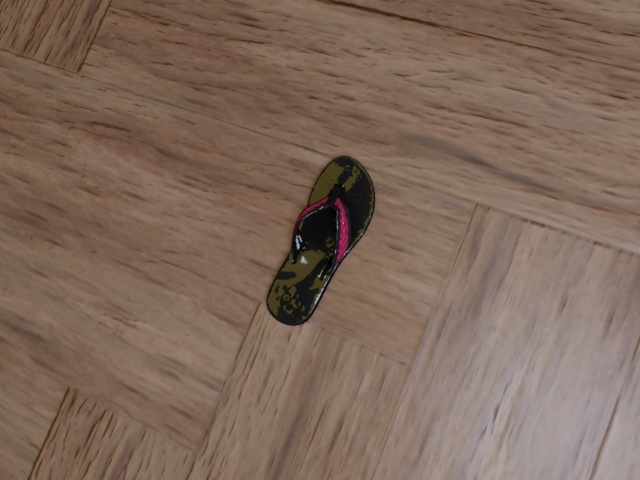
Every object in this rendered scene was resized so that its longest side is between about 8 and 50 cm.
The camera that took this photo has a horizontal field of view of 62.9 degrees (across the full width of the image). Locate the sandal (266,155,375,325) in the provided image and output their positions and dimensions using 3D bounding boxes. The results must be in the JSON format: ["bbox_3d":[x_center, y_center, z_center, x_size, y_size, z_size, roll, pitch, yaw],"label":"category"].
[{"bbox_3d":[0.000,0.000,0.510,0.067,0.040,0.179,24,87,17],"label":"sandal"}]
